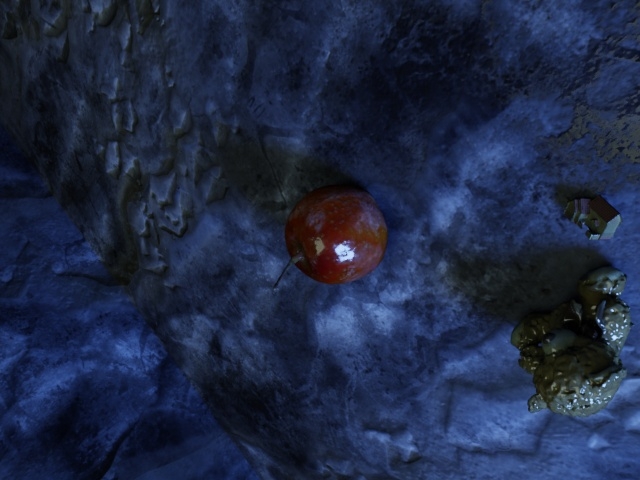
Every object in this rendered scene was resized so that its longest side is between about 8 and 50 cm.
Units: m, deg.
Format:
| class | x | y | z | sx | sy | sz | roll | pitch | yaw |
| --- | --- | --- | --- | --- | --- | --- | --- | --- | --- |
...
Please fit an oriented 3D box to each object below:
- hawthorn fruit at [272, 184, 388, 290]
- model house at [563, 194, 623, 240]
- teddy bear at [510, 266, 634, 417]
| class | x | y | z | sx | sy | sz | roll | pitch | yaw |
| --- | --- | --- | --- | --- | --- | --- | --- | --- | --- |
| hawthorn fruit | 0.031 | -0.019 | 1.200 | 0.231 | 0.263 | 0.235 | -18 | 74 | 22 |
| model house | 0.480 | -0.047 | 0.929 | 0.083 | 0.057 | 0.058 | -105 | 17 | -49 |
| teddy bear | 0.459 | 0.204 | 0.955 | 0.156 | 0.256 | 0.267 | 43 | 134 | 5 |
